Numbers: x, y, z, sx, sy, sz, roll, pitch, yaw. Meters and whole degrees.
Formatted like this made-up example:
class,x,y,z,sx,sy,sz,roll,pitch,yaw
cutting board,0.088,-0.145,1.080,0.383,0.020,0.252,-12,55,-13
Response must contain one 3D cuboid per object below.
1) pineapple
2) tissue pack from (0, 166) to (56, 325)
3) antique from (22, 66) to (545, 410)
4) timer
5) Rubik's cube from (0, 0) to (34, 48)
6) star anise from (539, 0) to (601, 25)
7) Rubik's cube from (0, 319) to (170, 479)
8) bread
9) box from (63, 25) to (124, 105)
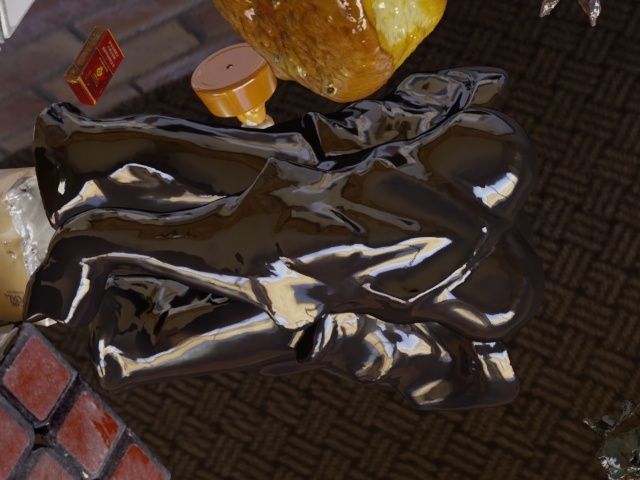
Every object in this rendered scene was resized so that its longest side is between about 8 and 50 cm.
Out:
class,x,y,z,sx,sy,sz,roll,pitch,yaw
pineapple,0.422,0.272,1.456,0.128,0.248,0.128,-12,64,24
tissue pack,-0.396,0.005,1.359,0.222,0.090,0.186,4,113,40
antique,0.000,0.000,0.636,0.255,0.322,0.185,0,89,12
timer,-0.115,-0.213,1.747,0.132,0.152,0.132,-15,38,12
Rubik's cube,-0.406,-0.202,0.988,0.228,0.233,0.229,-34,36,26
star anise,0.277,-0.307,1.223,0.141,0.042,0.141,3,76,-14
Rubik's cube,-0.421,0.316,1.334,0.301,0.305,0.303,-15,32,35
bread,-0.012,-0.238,0.934,0.268,0.268,0.146,38,73,26
box,-0.270,-0.209,1.334,0.023,0.051,0.082,14,64,24
